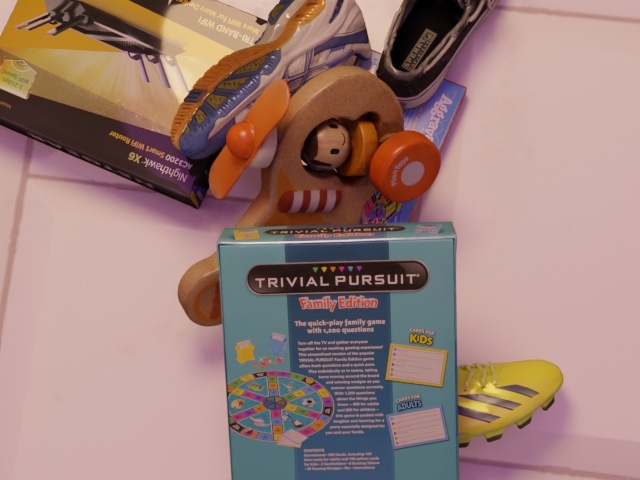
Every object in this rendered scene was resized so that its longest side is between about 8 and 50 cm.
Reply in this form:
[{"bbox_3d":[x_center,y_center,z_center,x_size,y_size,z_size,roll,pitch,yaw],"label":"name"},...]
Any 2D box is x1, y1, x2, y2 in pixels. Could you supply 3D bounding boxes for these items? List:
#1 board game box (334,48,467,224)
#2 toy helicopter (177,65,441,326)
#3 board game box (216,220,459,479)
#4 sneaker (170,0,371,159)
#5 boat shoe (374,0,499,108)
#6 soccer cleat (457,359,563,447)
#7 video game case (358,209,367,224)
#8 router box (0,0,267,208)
[{"bbox_3d":[0.062,-0.089,1.521,0.145,0.027,0.281,23,83,8],"label":"board game box"},{"bbox_3d":[-0.049,-0.049,1.396,0.355,0.235,0.140,-51,46,8],"label":"toy helicopter"},{"bbox_3d":[0.024,0.152,1.343,0.254,0.079,0.336,-1,103,3],"label":"board game box"},{"bbox_3d":[-0.045,-0.181,1.449,0.296,0.112,0.131,-45,126,-17],"label":"sneaker"},{"bbox_3d":[0.156,-0.310,1.501,0.113,0.105,0.306,32,75,10],"label":"boat shoe"},{"bbox_3d":[0.140,0.180,1.432,0.289,0.093,0.121,-17,97,3],"label":"soccer cleat"},{"bbox_3d":[0.000,0.000,1.490,0.122,0.011,0.087,-16,80,0],"label":"video game case"},{"bbox_3d":[-0.245,-0.211,1.529,0.309,0.081,0.243,22,83,6],"label":"router box"}]
